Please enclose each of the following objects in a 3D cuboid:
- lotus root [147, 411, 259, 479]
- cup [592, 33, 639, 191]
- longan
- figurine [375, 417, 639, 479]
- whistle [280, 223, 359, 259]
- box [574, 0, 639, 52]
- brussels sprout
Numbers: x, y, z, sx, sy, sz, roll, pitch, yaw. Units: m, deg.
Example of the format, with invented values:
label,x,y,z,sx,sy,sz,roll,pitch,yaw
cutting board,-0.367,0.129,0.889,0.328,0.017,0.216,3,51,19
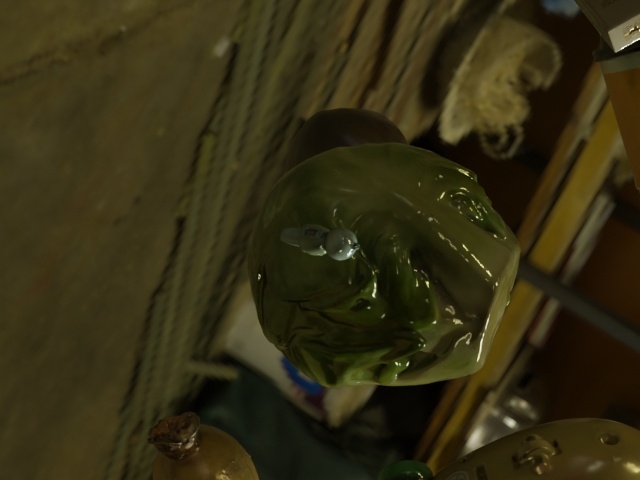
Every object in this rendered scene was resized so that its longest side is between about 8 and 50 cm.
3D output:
label,x,y,z,sx,sy,sz,roll,pitch,yaw
lotus root,-0.137,0.343,1.877,0.131,0.146,0.303,-23,123,-14
cup,0.516,-0.199,2.142,0.196,0.196,0.279,-23,103,-64
longan,0.041,-0.094,2.018,0.198,0.198,0.212,-56,-162,-4
figurine,0.187,0.284,1.386,0.325,0.124,0.222,-31,127,15
whistle,0.000,0.000,1.509,0.035,0.100,0.035,-15,110,-51
box,0.434,-0.431,2.098,0.205,0.365,0.051,-29,133,5
brussels sprout,0.066,0.040,1.716,0.328,0.328,0.247,100,12,-54
